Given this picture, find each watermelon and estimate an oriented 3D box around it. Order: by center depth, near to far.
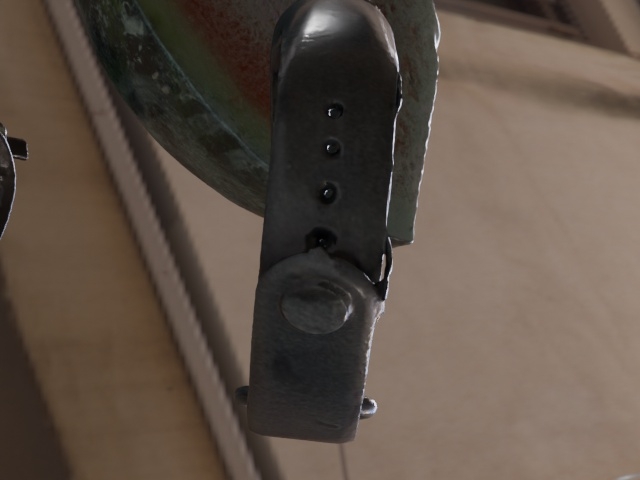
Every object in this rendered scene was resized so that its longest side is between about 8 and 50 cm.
[{"bbox_3d":[-0.015,-0.122,1.009,0.214,0.320,0.289,-36,-117,-6],"label":"watermelon"}]

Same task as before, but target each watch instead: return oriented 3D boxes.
[{"bbox_3d":[0.000,0.000,0.745,0.068,0.193,0.206,6,-47,1],"label":"watch"}]

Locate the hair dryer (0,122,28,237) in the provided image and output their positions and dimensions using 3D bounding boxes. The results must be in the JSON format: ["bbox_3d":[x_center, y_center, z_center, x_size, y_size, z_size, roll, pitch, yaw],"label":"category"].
[{"bbox_3d":[-0.324,-0.090,1.356,0.320,0.284,0.155,33,-57,44],"label":"hair dryer"}]
